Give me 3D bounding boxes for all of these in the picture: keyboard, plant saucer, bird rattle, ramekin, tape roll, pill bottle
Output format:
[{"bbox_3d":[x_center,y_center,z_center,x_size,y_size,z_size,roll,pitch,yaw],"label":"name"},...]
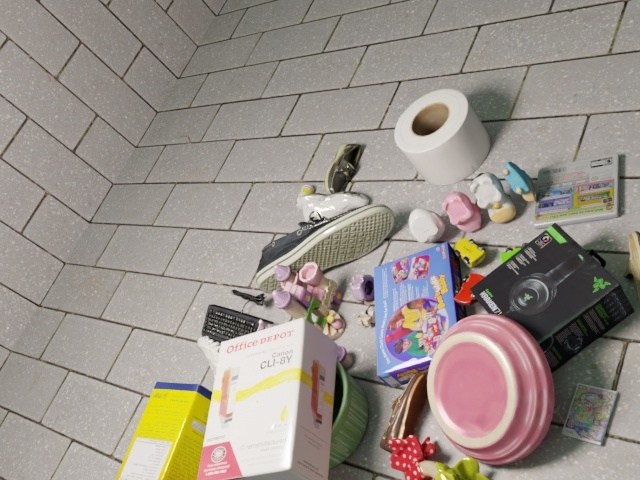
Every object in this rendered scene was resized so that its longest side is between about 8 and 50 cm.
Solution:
[{"bbox_3d":[-0.266,0.250,2.315,0.317,0.033,0.202,9,78,44],"label":"keyboard"},{"bbox_3d":[0.355,0.328,1.594,0.332,0.084,0.332,-10,77,50],"label":"plant saucer"},{"bbox_3d":[0.237,0.551,1.597,0.253,0.143,0.207,6,78,47],"label":"bird rattle"},{"bbox_3d":[-0.022,0.451,1.878,0.303,0.148,0.303,-23,45,25],"label":"ramekin"},{"bbox_3d":[0.368,-0.312,2.169,0.246,0.169,0.246,-22,46,25],"label":"tape roll"},{"bbox_3d":[-0.056,-0.149,2.493,0.043,0.043,0.083,1,58,41],"label":"pill bottle"}]

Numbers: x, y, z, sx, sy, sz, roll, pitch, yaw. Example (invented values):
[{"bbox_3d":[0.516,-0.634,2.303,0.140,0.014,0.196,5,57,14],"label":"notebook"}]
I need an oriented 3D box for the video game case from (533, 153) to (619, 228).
[{"bbox_3d":[0.667,-0.127,1.869,0.212,0.023,0.193,-9,52,35],"label":"video game case"}]

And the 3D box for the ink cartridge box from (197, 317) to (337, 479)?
[{"bbox_3d":[-0.123,0.413,1.753,0.279,0.160,0.385,-19,46,28],"label":"ink cartridge box"}]

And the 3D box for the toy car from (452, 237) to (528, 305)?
[{"bbox_3d":[0.456,0.068,1.852,0.225,0.053,0.239,-17,38,22],"label":"toy car"}]

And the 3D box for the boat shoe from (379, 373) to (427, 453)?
[{"bbox_3d":[0.203,0.422,1.767,0.073,0.073,0.207,5,61,41],"label":"boat shoe"}]

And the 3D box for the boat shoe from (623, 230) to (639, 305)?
[{"bbox_3d":[0.722,0.066,1.631,0.072,0.068,0.190,-32,41,34],"label":"boat shoe"}]

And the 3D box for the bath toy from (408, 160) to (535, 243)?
[{"bbox_3d":[0.412,-0.090,1.981,0.348,0.151,0.129,-26,6,26],"label":"bath toy"}]

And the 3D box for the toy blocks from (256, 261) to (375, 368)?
[{"bbox_3d":[-0.039,0.190,2.026,0.309,0.260,0.289,-4,54,39],"label":"toy blocks"}]

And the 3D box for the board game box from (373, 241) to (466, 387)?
[{"bbox_3d":[0.263,0.193,1.904,0.233,0.078,0.347,-21,46,26],"label":"board game box"}]

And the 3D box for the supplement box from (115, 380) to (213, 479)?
[{"bbox_3d":[-0.412,0.607,2.048,0.194,0.195,0.357,-5,53,38],"label":"supplement box"}]

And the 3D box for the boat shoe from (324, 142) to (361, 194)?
[{"bbox_3d":[0.080,-0.245,2.429,0.073,0.080,0.224,-10,47,41],"label":"boat shoe"}]

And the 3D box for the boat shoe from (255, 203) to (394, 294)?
[{"bbox_3d":[0.000,0.000,2.217,0.500,0.187,0.156,-29,48,26],"label":"boat shoe"}]

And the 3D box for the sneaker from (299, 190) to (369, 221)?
[{"bbox_3d":[0.048,-0.101,2.345,0.232,0.090,0.115,-2,99,20],"label":"sneaker"}]

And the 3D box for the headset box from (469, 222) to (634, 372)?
[{"bbox_3d":[0.541,0.132,1.674,0.283,0.131,0.246,-38,41,8],"label":"headset box"}]

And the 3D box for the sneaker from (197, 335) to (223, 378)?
[{"bbox_3d":[-0.299,0.383,2.212,0.292,0.110,0.118,22,85,45],"label":"sneaker"}]

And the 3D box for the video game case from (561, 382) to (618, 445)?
[{"bbox_3d":[0.576,0.371,1.537,0.087,0.011,0.122,7,62,43],"label":"video game case"}]
